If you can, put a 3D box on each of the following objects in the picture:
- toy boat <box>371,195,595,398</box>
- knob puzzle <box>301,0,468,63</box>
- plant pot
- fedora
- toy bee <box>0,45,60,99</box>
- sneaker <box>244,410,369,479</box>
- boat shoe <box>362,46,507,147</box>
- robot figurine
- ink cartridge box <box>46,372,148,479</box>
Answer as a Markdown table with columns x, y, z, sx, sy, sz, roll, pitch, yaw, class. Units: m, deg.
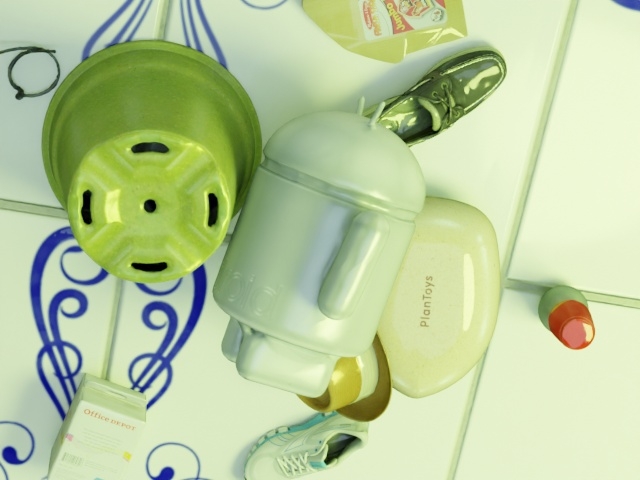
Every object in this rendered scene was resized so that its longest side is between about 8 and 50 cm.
| x | y | z | sx | sy | sz | roll | pitch | yaw | class |
| --- | --- | --- | --- | --- | --- | --- | --- | --- | --- |
| 0.199 | 0.083 | 1.796 | 0.318 | 0.148 | 0.267 | 10 | 103 | -2 | toy boat |
| 0.071 | -0.311 | 1.687 | 0.213 | 0.030 | 0.213 | -2 | 110 | -6 | knob puzzle |
| -0.199 | -0.077 | 1.621 | 0.276 | 0.254 | 0.276 | -2 | 109 | -6 | plant pot |
| 0.006 | 0.155 | 1.765 | 0.079 | 0.194 | 0.194 | -27 | 116 | -37 | fedora |
| -0.455 | -0.244 | 1.584 | 0.298 | 0.162 | 0.195 | 1 | 108 | -7 | toy bee |
| -0.019 | 0.287 | 1.862 | 0.190 | 0.083 | 0.071 | -29 | 112 | 6 | sneaker |
| 0.137 | -0.164 | 1.723 | 0.223 | 0.073 | 0.080 | -27 | 112 | 5 | boat shoe |
| 0.000 | 0.000 | 1.620 | 0.199 | 0.300 | 0.353 | 18 | 95 | -25 | robot figurine |
| -0.289 | 0.250 | 1.814 | 0.092 | 0.090 | 0.143 | 22 | 105 | -14 | ink cartridge box |
